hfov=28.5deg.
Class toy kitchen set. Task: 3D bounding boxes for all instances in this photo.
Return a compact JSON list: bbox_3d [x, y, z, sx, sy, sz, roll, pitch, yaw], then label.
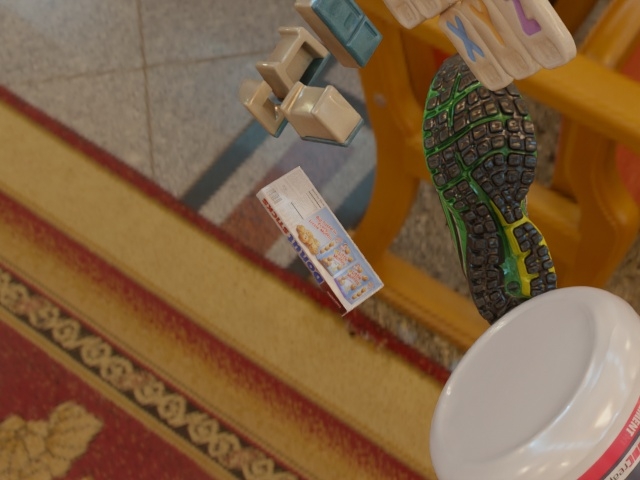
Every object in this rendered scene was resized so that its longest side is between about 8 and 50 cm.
[{"bbox_3d":[0.026,-0.204,1.533,0.166,0.122,0.207,13,66,47],"label":"toy kitchen set"}]

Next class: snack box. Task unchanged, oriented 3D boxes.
[{"bbox_3d":[0.000,0.000,1.504,0.064,0.022,0.178,-34,87,-31],"label":"snack box"}]

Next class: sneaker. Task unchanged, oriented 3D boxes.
[{"bbox_3d":[0.192,-0.062,1.552,0.134,0.343,0.146,-13,17,-5],"label":"sneaker"}]

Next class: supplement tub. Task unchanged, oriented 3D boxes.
[{"bbox_3d":[0.233,0.181,0.951,0.272,0.191,0.191,41,59,-21],"label":"supplement tub"}]

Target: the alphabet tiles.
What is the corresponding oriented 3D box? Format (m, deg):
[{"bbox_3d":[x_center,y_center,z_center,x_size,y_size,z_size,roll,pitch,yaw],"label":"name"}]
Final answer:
[{"bbox_3d":[0.058,-0.220,0.836,0.021,0.284,0.278,-36,97,-9],"label":"alphabet tiles"}]
